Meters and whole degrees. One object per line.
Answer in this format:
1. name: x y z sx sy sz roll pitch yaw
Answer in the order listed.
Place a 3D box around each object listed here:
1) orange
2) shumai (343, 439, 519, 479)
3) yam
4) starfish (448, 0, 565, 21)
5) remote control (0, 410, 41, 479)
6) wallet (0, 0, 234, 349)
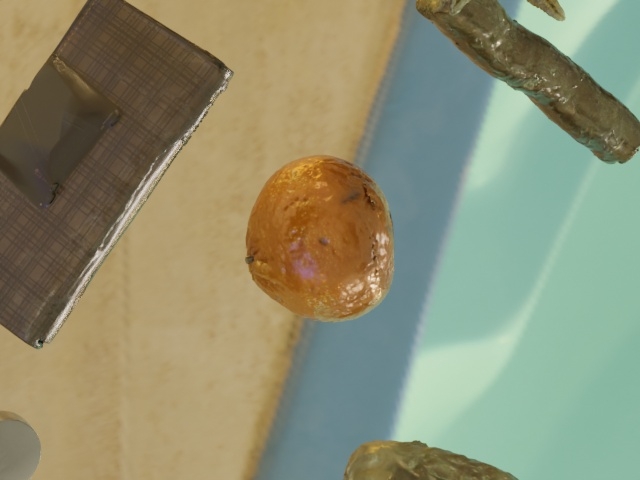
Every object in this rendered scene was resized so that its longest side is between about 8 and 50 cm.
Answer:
1. orange: 0.000 -0.002 1.458 0.118 0.135 0.135 2 77 -4
2. shumai: 0.101 0.315 1.659 0.222 0.225 0.260 -63 142 -33
3. yam: 0.185 -0.150 1.616 0.253 0.061 0.061 34 65 -31
4. starfish: 0.148 -0.262 1.454 0.176 0.053 0.208 -4 79 -28
5. remote control: -0.328 0.222 1.473 0.245 0.022 0.077 -37 130 -10
6. wallet: -0.169 -0.051 1.265 0.124 0.042 0.230 34 92 18
